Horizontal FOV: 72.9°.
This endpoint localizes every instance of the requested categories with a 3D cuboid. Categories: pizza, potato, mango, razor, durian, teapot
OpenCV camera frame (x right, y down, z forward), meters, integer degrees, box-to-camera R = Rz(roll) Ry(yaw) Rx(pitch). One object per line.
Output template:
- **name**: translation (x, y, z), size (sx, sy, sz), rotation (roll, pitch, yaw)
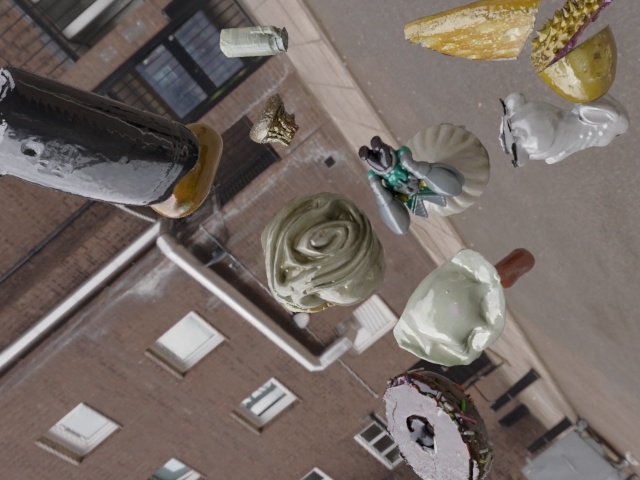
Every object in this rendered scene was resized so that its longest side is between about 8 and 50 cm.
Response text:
- **pizza**: translation (0.252, -0.361, 0.723), size (0.188, 0.204, 0.080), rotation (-11, -75, -68)
- **potato**: translation (0.719, -0.455, 1.174), size (0.158, 0.203, 0.178), rotation (51, 152, -5)
- **mango**: translation (-0.380, -0.210, 1.240), size (0.173, 0.316, 0.211), rotation (22, 152, 1)
- **razor**: translation (-0.398, -0.161, 0.766), size (0.349, 0.204, 0.113), rotation (8, -138, -52)
- **durian**: translation (0.711, -0.632, 1.243), size (0.112, 0.341, 0.191), rotation (48, -135, 14)
- **teapot**: translation (-0.203, -0.614, 1.315), size (0.107, 0.201, 0.077), rotation (27, -115, -76)

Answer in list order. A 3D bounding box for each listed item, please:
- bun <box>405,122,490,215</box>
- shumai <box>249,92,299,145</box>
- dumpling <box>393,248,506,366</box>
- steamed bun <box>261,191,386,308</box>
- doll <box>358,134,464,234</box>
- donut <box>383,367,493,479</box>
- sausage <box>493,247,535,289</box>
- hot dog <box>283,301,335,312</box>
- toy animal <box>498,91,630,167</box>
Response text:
- **bun**: translation (0.320, -0.184, 1.176), size (0.263, 0.263, 0.175), rotation (51, -151, 5)
- **shumai**: translation (-0.119, -0.314, 1.194), size (0.116, 0.145, 0.145), rotation (26, -167, -24)
- **dumpling**: translation (0.267, 0.142, 0.854), size (0.179, 0.251, 0.131), rotation (36, -163, 18)
- **steamed bun**: translation (0.010, -0.002, 1.094), size (0.219, 0.311, 0.323), rotation (95, 164, -54)
- **doll**: translation (0.188, -0.114, 0.990), size (0.259, 0.194, 0.153), rotation (12, -133, -16)
- **donut**: translation (0.244, 0.397, 0.923), size (0.270, 0.103, 0.269), rotation (28, 127, 47)
- **sausage**: translation (0.562, 0.083, 1.277), size (0.077, 0.194, 0.077), rotation (38, 144, 35)
- **hot dog**: translation (0.006, 0.178, 1.353), size (0.084, 0.243, 0.073), rotation (151, 102, -84)
- **toy animal**: translation (0.749, -0.357, 1.333), size (0.193, 0.358, 0.257), rotation (-84, -24, -48)
